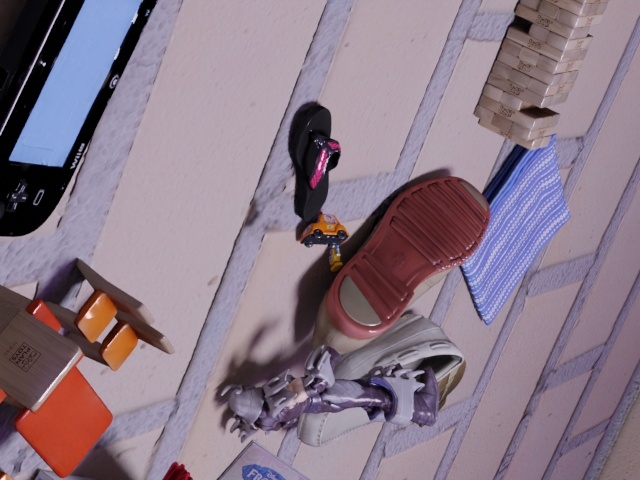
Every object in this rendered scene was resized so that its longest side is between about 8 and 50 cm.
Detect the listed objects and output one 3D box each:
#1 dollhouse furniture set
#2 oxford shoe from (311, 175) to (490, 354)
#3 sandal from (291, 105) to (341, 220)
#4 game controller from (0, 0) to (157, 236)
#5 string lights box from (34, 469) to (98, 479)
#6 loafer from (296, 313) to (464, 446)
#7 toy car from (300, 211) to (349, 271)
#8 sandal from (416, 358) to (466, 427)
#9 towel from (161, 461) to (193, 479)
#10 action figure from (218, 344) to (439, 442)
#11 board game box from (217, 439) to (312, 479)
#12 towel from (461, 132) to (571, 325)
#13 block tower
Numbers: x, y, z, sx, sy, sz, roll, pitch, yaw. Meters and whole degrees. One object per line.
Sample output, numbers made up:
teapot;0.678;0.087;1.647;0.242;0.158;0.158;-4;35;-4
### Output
dollhouse furniture set;-0.259;0.150;1.546;0.262;0.135;0.259;-52;155;-16
oxford shoe;0.098;0.030;2.163;0.348;0.123;0.130;-38;173;-40
sandal;0.001;-0.087;1.893;0.067;0.040;0.179;-44;151;-30
game controller;-0.214;-0.148;1.386;0.319;0.067;0.166;-63;155;8
string lights box;-0.312;0.384;1.776;0.259;0.077;0.133;-59;156;-1
loafer;0.087;0.202;2.290;0.319;0.111;0.112;-34;145;-44
toy car;0.000;0.000;2.017;0.122;0.060;0.040;104;-20;-67
sandal;0.177;0.235;2.589;0.072;0.049;0.180;-36;161;-32
towel;-0.216;0.367;1.861;0.199;0.031;0.275;-57;177;-23
action figure;0.001;0.195;2.060;0.285;0.099;0.185;2;163;-29
board game box;-0.060;0.457;2.051;0.318;0.319;0.066;-46;154;-26
towel;0.307;-0.020;2.554;0.243;0.040;0.336;-53;155;-12
block tower;0.317;-0.290;2.206;0.091;0.097;0.335;-17;131;-57
